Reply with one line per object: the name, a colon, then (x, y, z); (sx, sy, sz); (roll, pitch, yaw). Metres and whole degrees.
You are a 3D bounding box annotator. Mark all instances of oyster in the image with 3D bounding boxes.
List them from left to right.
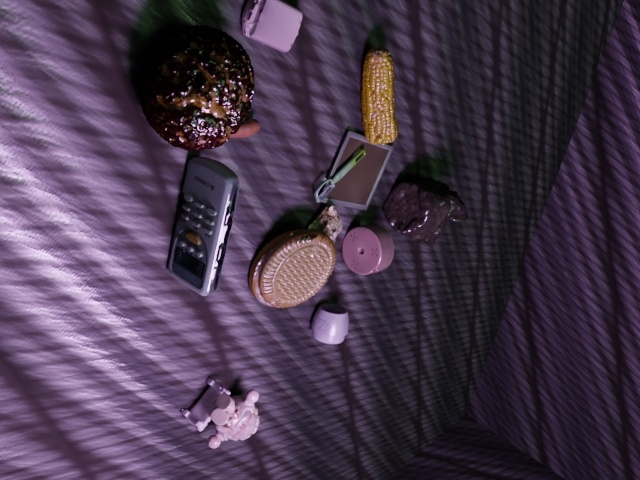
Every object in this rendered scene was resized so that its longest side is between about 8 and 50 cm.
oyster: (0.001, 0.006, 2.017); (0.209, 0.072, 0.133); (-57, 146, -1)

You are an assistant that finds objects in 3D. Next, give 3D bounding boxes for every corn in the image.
corn: (0.158, -0.378, 1.892); (0.101, 0.101, 0.291); (-40, 145, -30)

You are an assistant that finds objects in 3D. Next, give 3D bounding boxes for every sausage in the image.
sausage: (-0.202, -0.241, 1.542); (0.186, 0.043, 0.043); (-13, 126, -50)

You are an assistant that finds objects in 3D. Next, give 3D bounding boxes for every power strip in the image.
power strip: (0.143, 0.025, 2.163); (0.078, 0.154, 0.154); (-10, 124, -49)

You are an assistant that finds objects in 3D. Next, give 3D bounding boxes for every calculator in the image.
calculator: (-0.099, -0.462, 1.512); (0.175, 0.032, 0.100); (4, 112, -57)

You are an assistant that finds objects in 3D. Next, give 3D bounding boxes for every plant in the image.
plant: (0.341, -0.098, 2.316); (0.276, 0.199, 0.188); (-3, 124, -50)

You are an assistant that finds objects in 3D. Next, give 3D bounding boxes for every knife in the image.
knife: (0.054, -0.189, 1.949); (0.212, 0.015, 0.054); (-45, 138, -23)

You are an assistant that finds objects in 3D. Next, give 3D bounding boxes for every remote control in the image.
remote control: (-0.254, -0.031, 1.548); (0.056, 0.140, 0.296); (-19, 131, -52)

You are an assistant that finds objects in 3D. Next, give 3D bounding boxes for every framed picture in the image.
framed picture: (0.104, -0.195, 2.047); (0.274, 0.017, 0.217); (9, 108, -58)

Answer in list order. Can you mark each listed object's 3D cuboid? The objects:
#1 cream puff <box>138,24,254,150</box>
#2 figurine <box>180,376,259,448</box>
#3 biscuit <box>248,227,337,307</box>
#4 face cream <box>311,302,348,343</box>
cream puff: (-0.224, -0.284, 1.354); (0.239, 0.165, 0.239); (-33, 137, -37)
figurine: (-0.261, 0.494, 1.999); (0.256, 0.144, 0.182); (56, 47, -54)
biscuit: (-0.073, 0.076, 1.918); (0.259, 0.079, 0.259); (-22, 132, -26)
face cream: (0.031, 0.260, 2.229); (0.117, 0.117, 0.104); (-11, 115, -52)
